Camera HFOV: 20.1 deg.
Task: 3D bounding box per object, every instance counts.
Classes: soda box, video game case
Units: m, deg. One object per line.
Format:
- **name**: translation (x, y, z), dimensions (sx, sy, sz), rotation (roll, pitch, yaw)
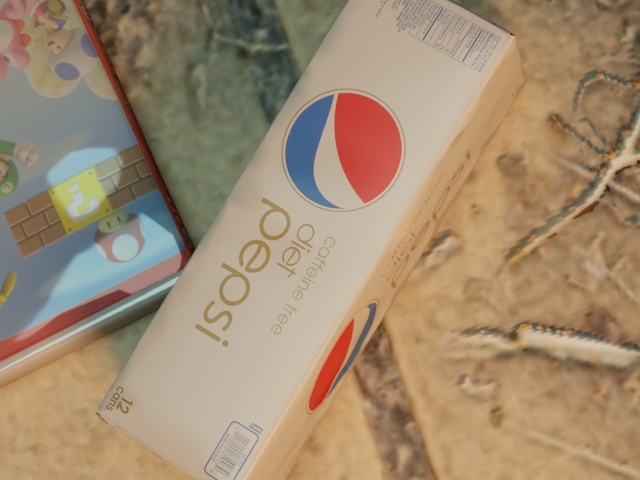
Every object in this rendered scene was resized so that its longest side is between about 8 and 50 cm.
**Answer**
- **soda box**: translation (0.000, 0.000, 0.739), dimensions (0.069, 0.074, 0.216), rotation (31, 87, 14)
- **video game case**: translation (-0.198, -0.064, 0.813), dimensions (0.204, 0.025, 0.285), rotation (-26, 77, 5)
